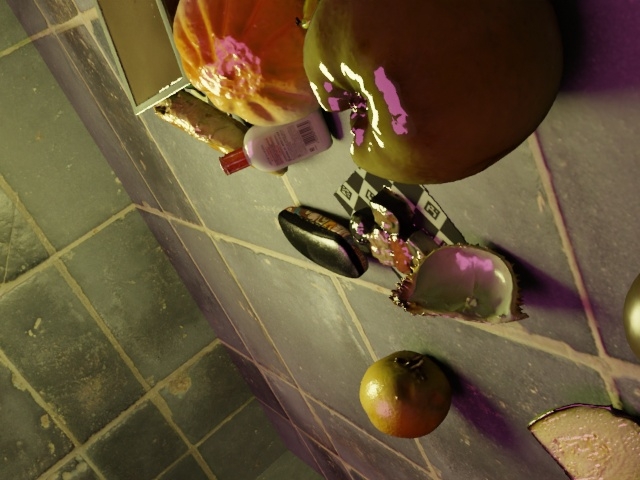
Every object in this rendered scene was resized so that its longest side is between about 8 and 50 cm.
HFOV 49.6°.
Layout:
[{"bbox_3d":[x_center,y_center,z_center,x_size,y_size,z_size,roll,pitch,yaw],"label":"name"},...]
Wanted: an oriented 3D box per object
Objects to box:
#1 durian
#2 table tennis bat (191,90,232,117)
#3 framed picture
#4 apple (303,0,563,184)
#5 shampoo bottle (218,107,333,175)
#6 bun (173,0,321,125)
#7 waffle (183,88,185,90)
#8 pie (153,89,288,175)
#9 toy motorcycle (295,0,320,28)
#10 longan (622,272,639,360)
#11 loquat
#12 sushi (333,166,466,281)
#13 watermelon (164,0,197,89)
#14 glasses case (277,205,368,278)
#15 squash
[{"bbox_3d":[0.238,0.083,1.187,0.252,0.139,0.144,9,120,23],"label":"durian"},{"bbox_3d":[-0.272,-0.337,1.734,0.156,0.013,0.087,41,156,24],"label":"table tennis bat"},{"bbox_3d":[-0.353,-0.411,1.337,0.231,0.018,0.293,-11,101,49],"label":"framed picture"},{"bbox_3d":[0.144,-0.203,0.807,0.233,0.258,0.295,18,139,51],"label":"apple"},{"bbox_3d":[-0.091,-0.187,1.349,0.051,0.220,0.108,-105,-8,-52],"label":"shampoo bottle"},{"bbox_3d":[-0.118,-0.310,1.145,0.298,0.165,0.299,15,134,16],"label":"bun"},{"bbox_3d":[-0.439,-0.505,1.655,0.304,0.077,0.348,43,157,48],"label":"waffle"},{"bbox_3d":[-0.214,-0.235,1.511,0.339,0.083,0.339,27,-177,-1],"label":"pie"},{"bbox_3d":[0.076,-0.269,0.989,0.142,0.206,0.342,-19,112,23],"label":"toy motorcycle"},{"bbox_3d":[0.447,0.098,0.800,0.189,0.189,0.189,42,156,24],"label":"longan"},{"bbox_3d":[0.193,0.352,1.616,0.213,0.213,0.213,42,156,24],"label":"loquat"},{"bbox_3d":[0.148,0.007,1.363,0.339,0.068,0.320,52,158,-1],"label":"sushi"},{"bbox_3d":[-0.267,-0.418,1.421,0.261,0.213,0.201,35,132,30],"label":"watermelon"},{"bbox_3d":[0.000,0.000,1.613,0.321,0.082,0.122,26,152,55],"label":"glasses case"},{"bbox_3d":[0.495,0.342,1.215,0.192,0.085,0.184,49,129,2],"label":"squash"}]
